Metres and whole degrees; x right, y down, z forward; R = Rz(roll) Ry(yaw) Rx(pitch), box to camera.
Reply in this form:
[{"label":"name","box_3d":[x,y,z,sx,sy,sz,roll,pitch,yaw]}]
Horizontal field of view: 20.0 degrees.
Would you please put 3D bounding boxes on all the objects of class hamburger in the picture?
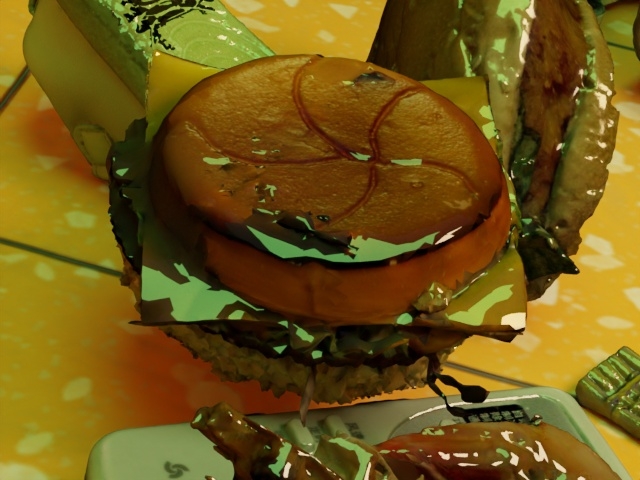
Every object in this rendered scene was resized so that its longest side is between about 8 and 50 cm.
[{"label":"hamburger","box_3d":[0.104,-0.105,1.200,0.132,0.211,0.309,10,32,-13]},{"label":"hamburger","box_3d":[0.000,0.000,1.007,0.243,0.138,0.261,4,41,-4]}]

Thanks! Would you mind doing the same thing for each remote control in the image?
[{"label":"remote control","box_3d":[0.025,0.138,0.948,0.296,0.056,0.140,-3,35,-23]}]

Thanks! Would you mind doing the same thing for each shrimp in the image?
[{"label":"shrimp","box_3d":[0.070,0.133,0.865,0.287,0.063,0.152,37,59,-16]}]

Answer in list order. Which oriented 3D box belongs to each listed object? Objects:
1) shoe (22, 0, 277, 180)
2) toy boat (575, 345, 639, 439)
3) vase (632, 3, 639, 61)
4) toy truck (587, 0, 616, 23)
[{"label":"shoe","box_3d":[-0.090,-0.097,1.197,0.262,0.128,0.140,51,51,3]},{"label":"toy boat","box_3d":[0.215,0.106,1.095,0.115,0.016,0.063,31,37,25]},{"label":"vase","box_3d":[0.425,-0.166,1.384,0.291,0.245,0.245,37,40,24]},{"label":"toy truck","box_3d":[0.213,-0.255,1.549,0.270,0.114,0.135,-23,52,-38]}]
